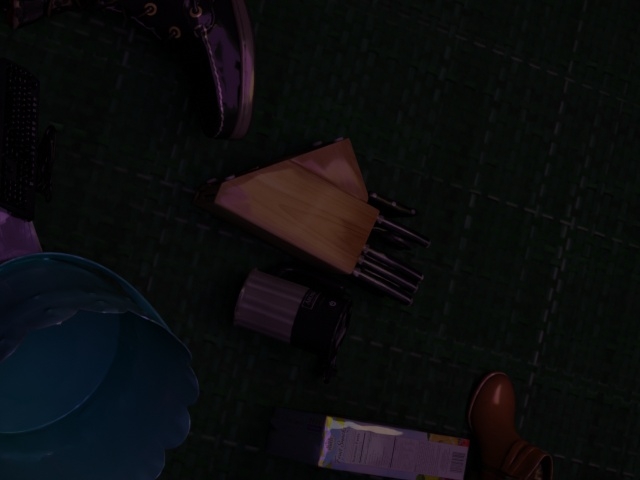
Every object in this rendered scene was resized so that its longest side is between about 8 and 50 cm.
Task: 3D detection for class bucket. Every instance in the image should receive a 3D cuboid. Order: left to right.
[{"bbox_3d":[-0.300,0.158,1.623,0.281,0.183,0.281,-16,121,-28],"label":"bucket"}]

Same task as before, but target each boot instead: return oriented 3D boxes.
[{"bbox_3d":[-0.240,-0.290,1.728,0.284,0.138,0.377,-11,90,-25],"label":"boot"},{"bbox_3d":[0.263,0.279,1.937,0.073,0.152,0.197,8,86,-24],"label":"boot"}]

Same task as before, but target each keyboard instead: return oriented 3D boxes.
[{"bbox_3d":[-0.344,-0.120,1.692,0.100,0.038,0.192,32,50,-54],"label":"keyboard"}]

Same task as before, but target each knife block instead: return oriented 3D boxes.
[{"bbox_3d":[0.000,0.000,1.858,0.275,0.088,0.242,-21,97,-24],"label":"knife block"}]

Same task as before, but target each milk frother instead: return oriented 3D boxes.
[{"bbox_3d":[-0.034,0.113,1.843,0.134,0.129,0.143,19,113,11],"label":"milk frother"}]

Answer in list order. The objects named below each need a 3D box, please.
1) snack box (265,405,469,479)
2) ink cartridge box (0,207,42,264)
[{"bbox_3d":[0.058,0.263,1.833,0.207,0.174,0.070,11,84,-24],"label":"snack box"},{"bbox_3d":[-0.414,0.024,1.687,0.165,0.065,0.333,-22,99,-24],"label":"ink cartridge box"}]
